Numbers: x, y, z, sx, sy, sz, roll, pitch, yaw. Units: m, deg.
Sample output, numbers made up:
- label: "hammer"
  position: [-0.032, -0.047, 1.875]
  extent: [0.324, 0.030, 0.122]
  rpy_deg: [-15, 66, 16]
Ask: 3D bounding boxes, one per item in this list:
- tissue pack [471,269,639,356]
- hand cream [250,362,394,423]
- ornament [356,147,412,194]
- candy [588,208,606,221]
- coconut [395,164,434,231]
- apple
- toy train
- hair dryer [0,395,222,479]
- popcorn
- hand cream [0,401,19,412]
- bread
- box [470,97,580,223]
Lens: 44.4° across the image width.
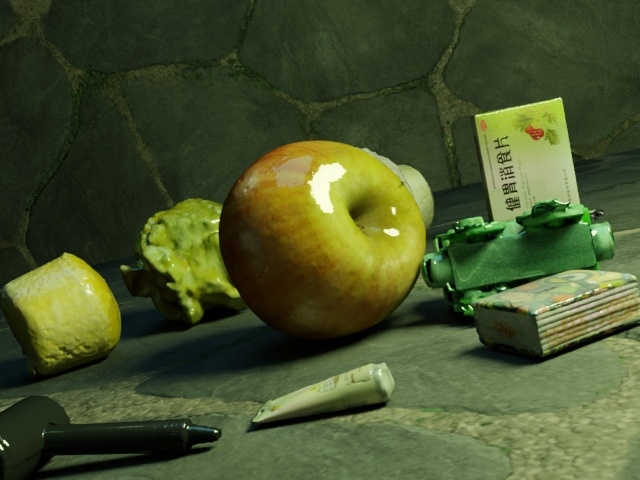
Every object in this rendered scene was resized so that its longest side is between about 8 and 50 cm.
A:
- label: "tissue pack"
  position: [0.257, 0.075, 0.852]
  extent: [0.148, 0.060, 0.109]
  rpy_deg: [-14, 5, -23]
- label: "hand cream"
  position: [0.003, 0.154, 0.782]
  extent: [0.143, 0.039, 0.061]
  rpy_deg: [-16, 7, 13]
- label: "ornament"
  position: [0.065, -0.060, 1.607]
  extent: [0.260, 0.259, 0.225]
  rpy_deg: [-8, 2, 34]
- label: "candy"
  position: [0.441, -0.021, 1.444]
  extent: [0.226, 0.051, 0.094]
  rpy_deg: [-20, 20, -38]
- label: "coconut"
  position: [0.151, -0.079, 1.866]
  extent: [0.222, 0.202, 0.202]
  rpy_deg: [-15, 6, -35]
- label: "apple"
  position: [0.000, 0.000, 1.079]
  extent: [0.286, 0.286, 0.233]
  rpy_deg: [-18, -11, -40]
- label: "toy train"
  position: [0.261, 0.023, 1.044]
  extent: [0.243, 0.132, 0.188]
  rpy_deg: [-11, -2, 14]
- label: "hair dryer"
  position: [-0.219, 0.200, 0.753]
  extent: [0.248, 0.070, 0.114]
  rpy_deg: [-2, 7, 12]
- label: "popcorn"
  position: [-0.228, 0.039, 1.459]
  extent: [0.271, 0.223, 0.258]
  rpy_deg: [-7, 13, -3]
- label: "hand cream"
  position: [-0.379, 0.220, 0.986]
  extent: [0.052, 0.038, 0.216]
  rpy_deg: [15, -13, -29]
- label: "bread"
  position: [-0.418, 0.121, 1.280]
  extent: [0.171, 0.197, 0.197]
  rpy_deg: [-24, 11, -28]
- label: "box"
  position: [0.415, -0.142, 1.579]
  extent: [0.175, 0.260, 0.062]
  rpy_deg: [-12, 6, 3]
